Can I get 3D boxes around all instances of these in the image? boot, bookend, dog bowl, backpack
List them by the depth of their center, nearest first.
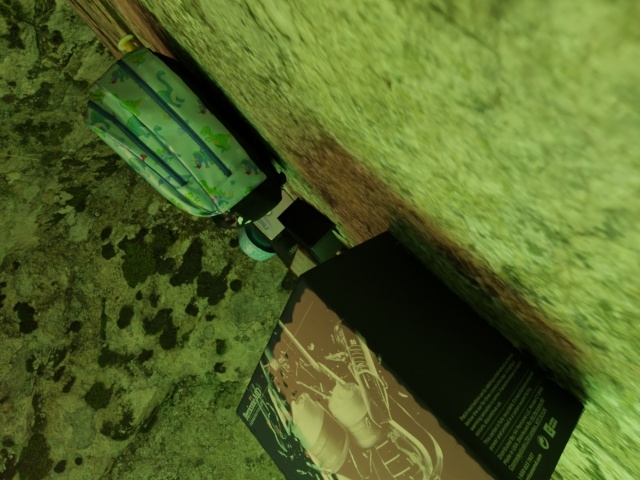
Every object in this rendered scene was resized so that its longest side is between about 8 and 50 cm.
[{"bbox_3d":[-0.266,-0.197,0.880,0.355,0.274,0.290,62,175,-25],"label":"backpack"},{"bbox_3d":[0.000,0.000,1.037,0.157,0.072,0.156,39,172,47],"label":"bookend"},{"bbox_3d":[-0.118,0.002,1.573,0.445,0.146,0.367,41,170,31],"label":"boot"},{"bbox_3d":[-0.233,-0.046,1.708,0.166,0.074,0.297,22,-142,-30],"label":"dog bowl"}]

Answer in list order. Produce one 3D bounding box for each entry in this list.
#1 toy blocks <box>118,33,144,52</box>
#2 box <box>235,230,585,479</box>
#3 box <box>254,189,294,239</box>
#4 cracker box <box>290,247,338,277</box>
[{"bbox_3d":[-0.470,-0.475,1.235,0.148,0.054,0.123,46,174,-2],"label":"toy blocks"},{"bbox_3d":[0.079,0.226,0.603,0.312,0.179,0.343,44,133,22],"label":"box"},{"bbox_3d":[-0.181,-0.127,1.260,0.213,0.117,0.243,47,175,-12],"label":"box"},{"bbox_3d":[0.046,0.102,1.132,0.156,0.067,0.232,11,-162,-35],"label":"cracker box"}]
